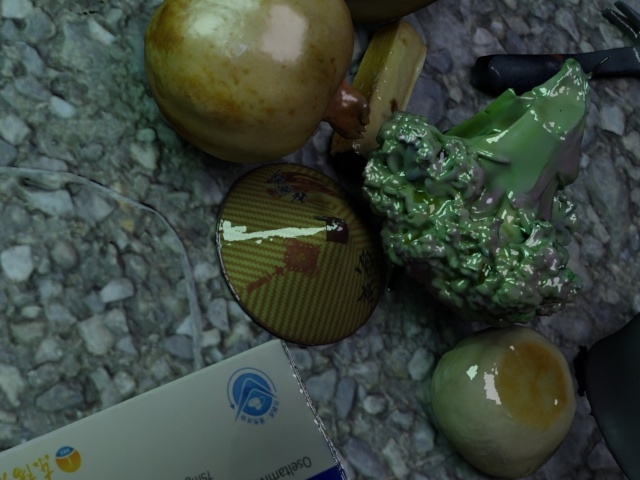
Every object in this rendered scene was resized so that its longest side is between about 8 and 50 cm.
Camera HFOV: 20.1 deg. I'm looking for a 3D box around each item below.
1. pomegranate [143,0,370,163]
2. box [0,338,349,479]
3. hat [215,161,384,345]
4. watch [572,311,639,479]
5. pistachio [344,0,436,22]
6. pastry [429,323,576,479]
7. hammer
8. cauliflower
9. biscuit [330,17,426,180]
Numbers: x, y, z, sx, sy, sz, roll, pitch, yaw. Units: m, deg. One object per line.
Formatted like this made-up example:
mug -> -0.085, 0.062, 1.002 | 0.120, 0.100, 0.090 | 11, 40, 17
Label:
pomegranate -> -0.066, -0.175, 1.715 | 0.207, 0.207, 0.207 | 13, 63, -28
box -> -0.136, 0.233, 1.577 | 0.343, 0.065, 0.200 | -21, 82, -37
hat -> 0.000, 0.000, 1.758 | 0.193, 0.082, 0.193 | 14, 63, -29
watch -> 0.416, 0.190, 1.817 | 0.335, 0.314, 0.327 | 3, 50, -51
pistachio -> 0.075, -0.297, 1.889 | 0.210, 0.131, 0.165 | -5, 27, -10
pastry -> 0.187, 0.159, 1.806 | 0.156, 0.092, 0.156 | 9, 72, -28
hammer -> 0.288, -0.203, 2.060 | 0.289, 0.037, 0.137 | -7, 75, -35
cauliflower -> 0.178, -0.056, 1.766 | 0.256, 0.315, 0.239 | 38, 25, 4
biscuit -> 0.063, -0.146, 1.881 | 0.056, 0.052, 0.188 | 40, 54, -28
